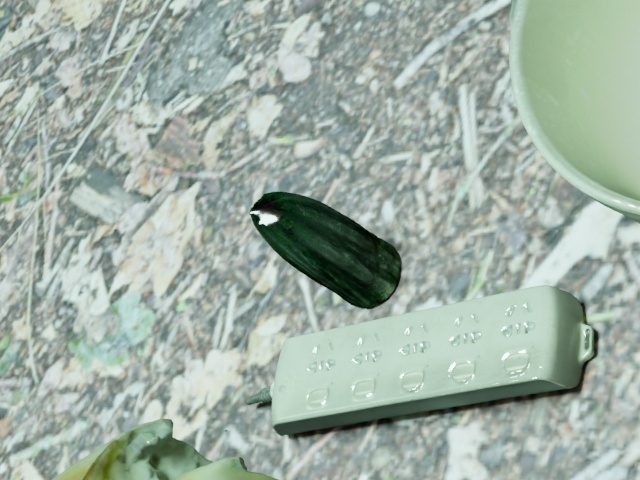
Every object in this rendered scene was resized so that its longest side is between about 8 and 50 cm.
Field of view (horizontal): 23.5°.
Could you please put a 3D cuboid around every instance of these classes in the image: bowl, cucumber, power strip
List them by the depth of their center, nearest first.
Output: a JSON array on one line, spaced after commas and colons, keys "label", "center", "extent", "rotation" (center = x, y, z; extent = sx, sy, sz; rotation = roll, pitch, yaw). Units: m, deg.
[{"label": "bowl", "center": [0.248, -0.105, 0.785], "extent": [0.277, 0.145, 0.277], "rotation": [-23, 51, 32]}, {"label": "power strip", "center": [0.048, 0.077, 0.933], "extent": [0.252, 0.027, 0.060], "rotation": [-14, 55, 35]}, {"label": "cucumber", "center": [0.000, 0.000, 0.975], "extent": [0.048, 0.105, 0.048], "rotation": [-34, 38, 31]}]

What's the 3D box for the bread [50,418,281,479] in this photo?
[{"label": "bread", "center": [-0.118, 0.254, 0.842], "extent": [0.333, 0.160, 0.333], "rotation": [-40, 21, 18]}]
